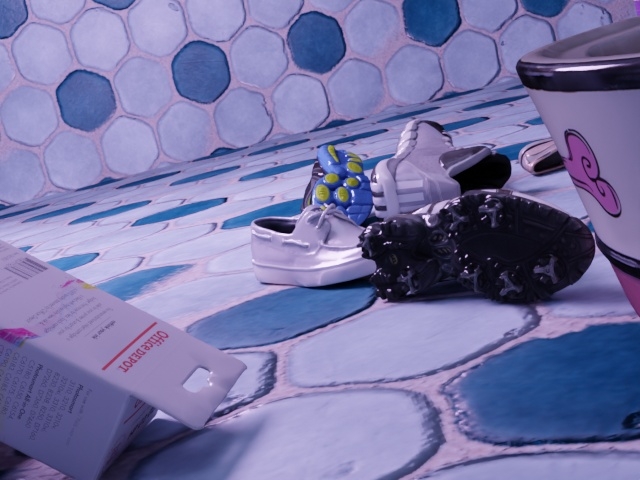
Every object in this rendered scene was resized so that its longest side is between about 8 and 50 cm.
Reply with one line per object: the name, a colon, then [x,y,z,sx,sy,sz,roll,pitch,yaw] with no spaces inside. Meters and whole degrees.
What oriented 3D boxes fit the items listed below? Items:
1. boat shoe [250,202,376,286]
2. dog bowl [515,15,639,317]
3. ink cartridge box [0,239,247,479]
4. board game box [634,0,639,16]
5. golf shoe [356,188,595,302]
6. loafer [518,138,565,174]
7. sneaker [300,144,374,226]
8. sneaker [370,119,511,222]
boat shoe: [0.000,0.000,0.912,0.066,0.063,0.184,-19,10,-30]
dog bowl: [0.311,-0.061,0.516,0.408,0.150,0.408,-13,11,3]
ink cartridge box: [-0.142,0.067,0.580,0.181,0.062,0.104,26,16,4]
board game box: [0.528,-0.323,1.227,0.346,0.208,0.056,-5,13,42]
golf shoe: [0.117,-0.005,0.733,0.094,0.077,0.198,-21,13,-37]
loafer: [0.285,-0.101,1.183,0.125,0.045,0.039,-20,26,4]
sneaker: [0.017,-0.040,1.145,0.067,0.078,0.188,13,23,-7]
sneaker: [0.145,-0.077,1.145,0.132,0.086,0.229,-5,22,21]
